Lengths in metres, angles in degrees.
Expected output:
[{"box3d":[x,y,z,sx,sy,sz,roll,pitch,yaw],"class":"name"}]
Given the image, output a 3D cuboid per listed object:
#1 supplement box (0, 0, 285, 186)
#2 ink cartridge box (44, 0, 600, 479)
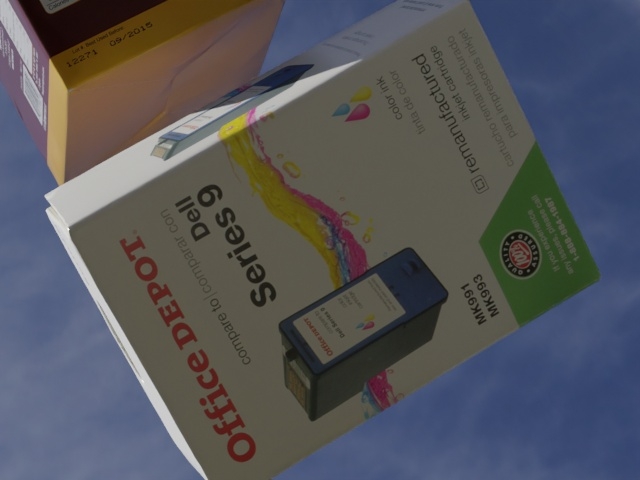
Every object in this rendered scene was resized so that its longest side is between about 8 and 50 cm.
[{"box3d":[-0.130,-0.160,0.955,0.129,0.191,0.194,-28,-98,-14],"class":"supplement box"},{"box3d":[0.000,0.000,0.820,0.212,0.093,0.154,-29,-74,-7],"class":"ink cartridge box"}]
